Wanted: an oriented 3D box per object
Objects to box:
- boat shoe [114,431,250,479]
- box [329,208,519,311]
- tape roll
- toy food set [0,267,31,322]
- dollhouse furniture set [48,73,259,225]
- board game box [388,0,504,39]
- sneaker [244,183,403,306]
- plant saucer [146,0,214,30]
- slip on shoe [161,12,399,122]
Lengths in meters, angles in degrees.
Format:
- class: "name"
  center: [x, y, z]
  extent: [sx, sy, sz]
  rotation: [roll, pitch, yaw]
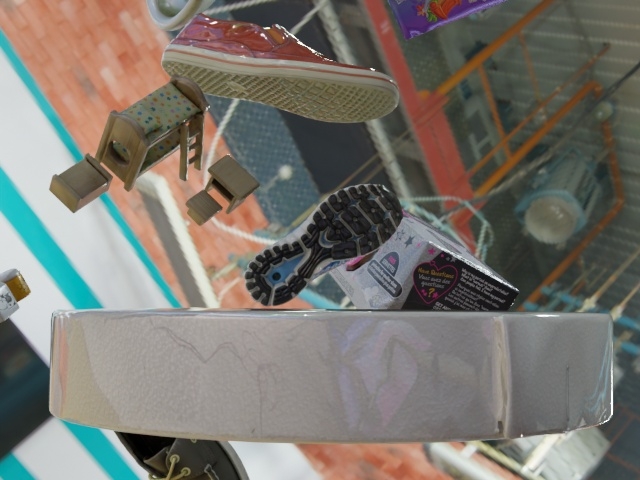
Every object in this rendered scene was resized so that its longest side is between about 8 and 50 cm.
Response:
- class: "boat shoe"
  center: [-0.191, 0.252, 1.118]
  extent: [0.109, 0.091, 0.305]
  rotation: [-34, -92, 30]
- class: "box"
  center: [0.132, 0.050, 1.257]
  extent: [0.163, 0.142, 0.247]
  rotation: [28, 8, -22]
- class: "tape roll"
  center: [0.007, 0.083, 0.639]
  extent: [0.392, 0.392, 0.072]
  rotation: [169, -77, -66]
- class: "toy food set"
  center: [-0.454, 0.072, 1.087]
  extent: [0.104, 0.111, 0.232]
  rotation: [65, 20, -14]
- class: "dollhouse furniture set"
  center: [-0.178, -0.077, 1.023]
  extent: [0.161, 0.182, 0.101]
  rotation: [42, -40, 5]
- class: "board game box"
  center: [0.242, -0.409, 1.115]
  extent: [0.078, 0.347, 0.233]
  rotation: [55, 22, -45]
- class: "sneaker"
  center: [0.000, 0.000, 0.828]
  extent: [0.063, 0.162, 0.073]
  rotation: [60, -4, -2]
- class: "plant saucer"
  center: [-0.194, -0.555, 1.555]
  extent: [0.400, 0.100, 0.400]
  rotation: [-21, -115, 58]
- class: "slip on shoe"
  center: [-0.051, -0.233, 1.179]
  extent: [0.331, 0.101, 0.123]
  rotation: [15, -17, 21]
